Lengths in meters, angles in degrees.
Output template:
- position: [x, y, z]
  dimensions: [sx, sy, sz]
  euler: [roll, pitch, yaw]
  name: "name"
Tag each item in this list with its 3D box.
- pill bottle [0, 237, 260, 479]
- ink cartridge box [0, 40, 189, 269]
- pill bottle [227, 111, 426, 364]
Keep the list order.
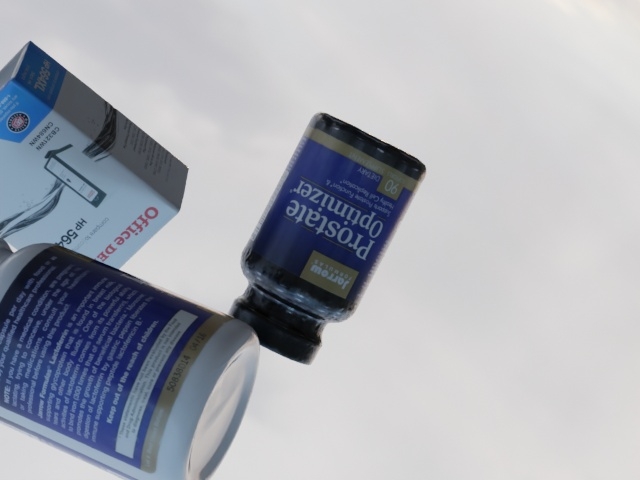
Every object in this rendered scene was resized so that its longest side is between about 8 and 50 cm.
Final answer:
- position: [-0.195, 0.092, 1.282]
  dimensions: [0.264, 0.153, 0.153]
  euler: [22, -165, 13]
  name: "pill bottle"
- position: [-0.248, -0.063, 1.509]
  dimensions: [0.203, 0.148, 0.086]
  euler: [39, -155, -20]
  name: "ink cartridge box"
- position: [0.000, 0.000, 1.502]
  dimensions: [0.123, 0.219, 0.123]
  euler: [27, -178, -1]
  name: "pill bottle"
